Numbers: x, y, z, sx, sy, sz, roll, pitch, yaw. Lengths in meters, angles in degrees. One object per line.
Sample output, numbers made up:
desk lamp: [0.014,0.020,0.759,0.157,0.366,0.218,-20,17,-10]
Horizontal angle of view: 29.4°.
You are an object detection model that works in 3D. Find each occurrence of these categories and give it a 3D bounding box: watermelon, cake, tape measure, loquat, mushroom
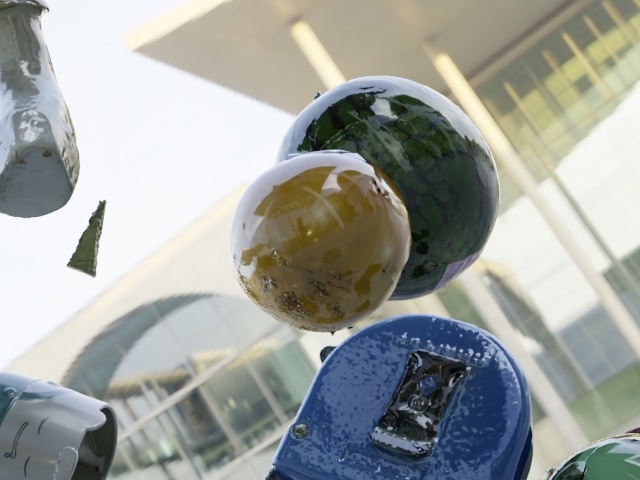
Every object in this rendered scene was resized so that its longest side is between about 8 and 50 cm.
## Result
watermelon: [0.102,-0.086,1.901,0.363,0.363,0.363,-31,-14,-8]
cake: [-0.399,-0.006,2.093,0.055,0.140,0.051,8,-16,-2]
tape measure: [0.143,0.187,1.044,0.098,0.351,0.215,77,-146,-52]
loquat: [0.000,0.000,1.517,0.235,0.235,0.235,-31,-14,-8]
mushroom: [-0.256,-0.126,1.052,0.081,0.223,0.092,-22,-31,14]

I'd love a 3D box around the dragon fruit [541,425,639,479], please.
dragon fruit: [0.372,0.332,1.420,0.268,0.295,0.130,-48,-41,-24]

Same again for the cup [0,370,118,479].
cup: [-0.501,0.377,2.072,0.219,0.257,0.290,52,-123,-76]
